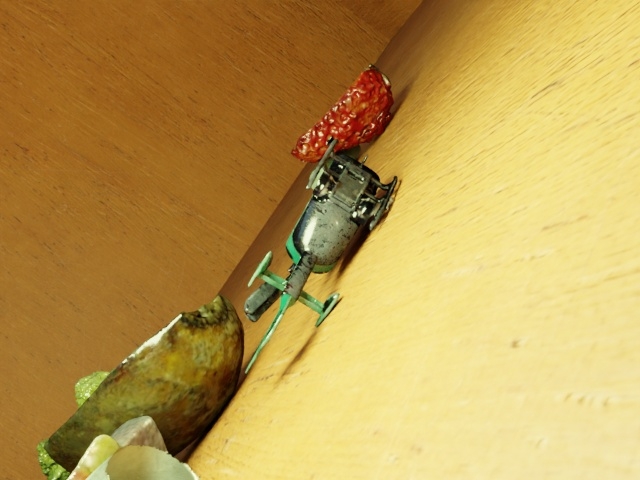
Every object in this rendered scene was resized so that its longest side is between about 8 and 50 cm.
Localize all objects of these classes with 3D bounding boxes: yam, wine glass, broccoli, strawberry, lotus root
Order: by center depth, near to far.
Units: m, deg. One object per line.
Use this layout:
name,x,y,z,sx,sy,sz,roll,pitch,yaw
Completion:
wine glass,-0.220,0.319,0.833,0.241,0.126,0.126,-55,6,21
lotus root,-0.224,0.226,1.168,0.314,0.142,0.210,-44,-5,26
broccoli,-0.396,0.336,1.499,0.254,0.186,0.302,-21,7,27
strawberry,0.056,-0.222,1.632,0.236,0.111,0.190,-46,6,1
yam,0.033,-0.150,1.706,0.068,0.068,0.169,-50,4,35

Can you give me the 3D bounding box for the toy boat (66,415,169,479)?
toy boat,-0.282,0.347,1.012,0.276,0.111,0.293,-66,-12,21

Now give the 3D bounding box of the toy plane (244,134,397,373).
toy plane,0.000,0.000,1.024,0.155,0.106,0.382,-58,4,37
